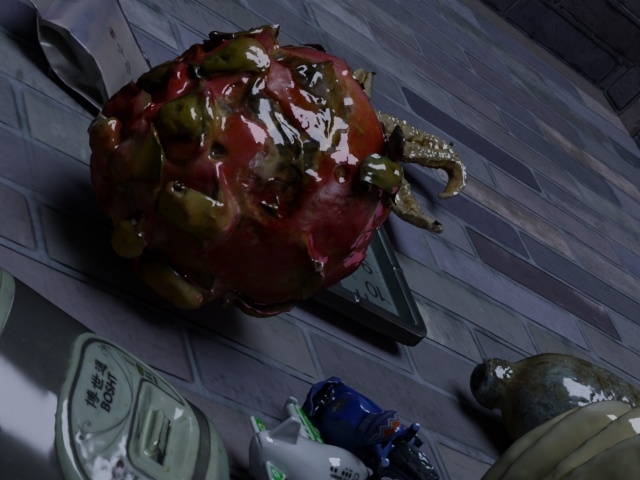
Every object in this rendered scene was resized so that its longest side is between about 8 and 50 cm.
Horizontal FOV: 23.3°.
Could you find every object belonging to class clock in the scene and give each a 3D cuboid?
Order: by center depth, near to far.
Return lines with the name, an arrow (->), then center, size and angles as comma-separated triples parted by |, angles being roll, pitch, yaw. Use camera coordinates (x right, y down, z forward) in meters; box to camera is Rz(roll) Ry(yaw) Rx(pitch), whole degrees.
clock -> 0.000, 0.000, 1.984 | 0.273, 0.049, 0.279 | 28, 27, -36

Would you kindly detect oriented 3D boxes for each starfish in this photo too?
starfish -> 0.074, -0.132, 2.305 | 0.324, 0.082, 0.432 | 46, 22, 4

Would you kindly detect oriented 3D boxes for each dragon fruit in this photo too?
dragon fruit -> -0.114, -0.050, 1.603 | 0.263, 0.314, 0.296 | -14, 61, -45

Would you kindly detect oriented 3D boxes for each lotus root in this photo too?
lotus root -> 0.350, 0.253, 2.023 | 0.349, 0.175, 0.175 | 35, 24, -18

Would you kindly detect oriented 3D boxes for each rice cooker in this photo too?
rice cooker -> -0.227, 0.160, 0.989 | 0.277, 0.288, 0.288 | 39, 23, -18

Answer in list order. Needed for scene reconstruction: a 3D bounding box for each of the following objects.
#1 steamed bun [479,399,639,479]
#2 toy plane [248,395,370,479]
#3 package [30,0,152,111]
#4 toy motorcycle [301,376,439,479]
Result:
steamed bun -> 0.301, 0.344, 1.560 | 0.352, 0.339, 0.247 | 51, 31, 18
toy plane -> -0.009, 0.227, 1.528 | 0.174, 0.080, 0.174 | 48, 16, -18
package -> -0.261, -0.218, 1.896 | 0.251, 0.062, 0.204 | 54, 19, -16
toy motorcycle -> 0.044, 0.197, 1.607 | 0.114, 0.076, 0.205 | 52, -17, -30
